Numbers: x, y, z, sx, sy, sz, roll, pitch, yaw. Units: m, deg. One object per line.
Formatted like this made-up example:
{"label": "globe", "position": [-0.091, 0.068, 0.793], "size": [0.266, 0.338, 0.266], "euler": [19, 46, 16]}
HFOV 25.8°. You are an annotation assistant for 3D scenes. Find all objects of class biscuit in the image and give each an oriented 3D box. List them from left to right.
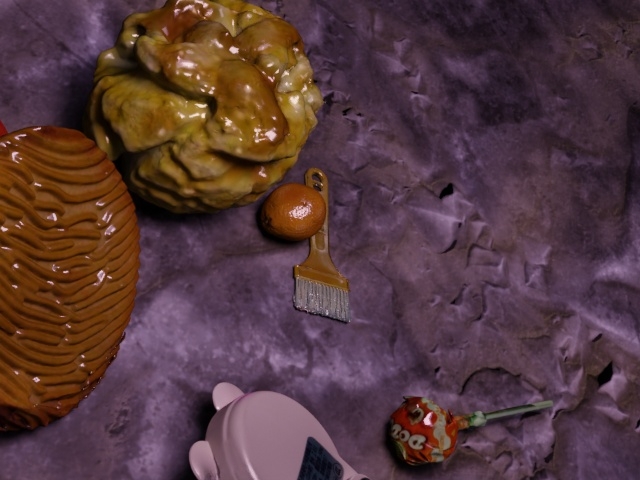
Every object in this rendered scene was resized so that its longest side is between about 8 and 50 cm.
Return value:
{"label": "biscuit", "position": [-0.289, 0.040, 1.432], "size": [0.318, 0.040, 0.318], "euler": [-21, 115, -56]}

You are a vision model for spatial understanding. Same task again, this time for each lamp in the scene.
{"label": "lamp", "position": [-0.039, 0.272, 1.545], "size": [0.246, 0.108, 0.179], "euler": [39, 35, -13]}

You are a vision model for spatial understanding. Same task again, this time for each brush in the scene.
{"label": "brush", "position": [0.000, 0.000, 1.798], "size": [0.082, 0.010, 0.218], "euler": [15, 56, -27]}

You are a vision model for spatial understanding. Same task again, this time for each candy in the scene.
{"label": "candy", "position": [0.199, 0.222, 1.769], "size": [0.287, 0.078, 0.084], "euler": [-6, 98, -41]}

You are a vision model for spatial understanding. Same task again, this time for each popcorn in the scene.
{"label": "popcorn", "position": [-0.138, -0.169, 1.652], "size": [0.282, 0.247, 0.282], "euler": [17, 46, -18]}

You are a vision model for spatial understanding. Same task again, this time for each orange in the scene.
{"label": "orange", "position": [-0.034, -0.035, 1.751], "size": [0.085, 0.085, 0.085], "euler": [17, 56, -26]}

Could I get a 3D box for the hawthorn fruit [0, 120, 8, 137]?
{"label": "hawthorn fruit", "position": [-0.400, -0.082, 1.425], "size": [0.196, 0.225, 0.196], "euler": [16, 38, -13]}
